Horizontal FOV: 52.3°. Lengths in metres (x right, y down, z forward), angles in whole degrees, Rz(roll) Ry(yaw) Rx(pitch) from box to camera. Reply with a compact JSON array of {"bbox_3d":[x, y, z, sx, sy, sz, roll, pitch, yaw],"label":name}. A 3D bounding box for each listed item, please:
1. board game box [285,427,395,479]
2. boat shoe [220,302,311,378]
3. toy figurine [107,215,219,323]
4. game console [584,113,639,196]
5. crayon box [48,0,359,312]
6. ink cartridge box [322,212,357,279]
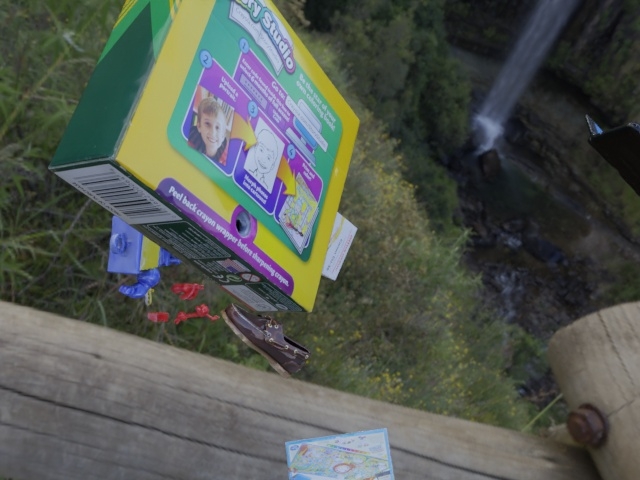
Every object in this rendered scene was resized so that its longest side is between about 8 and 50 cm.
[{"bbox_3d":[0.030,0.340,0.960,0.154,0.026,0.104,-9,70,6],"label":"board game box"},{"bbox_3d":[-0.099,0.177,1.226,0.207,0.073,0.073,47,6,-33],"label":"boat shoe"},{"bbox_3d":[-0.310,-0.014,1.251,0.191,0.363,0.217,6,-1,23],"label":"toy figurine"},{"bbox_3d":[0.422,-0.123,0.876,0.122,0.107,0.071,39,68,-16],"label":"game console"},{"bbox_3d":[-0.102,-0.124,0.796,0.363,0.106,0.313,44,51,-48],"label":"crayon box"},{"bbox_3d":[0.000,0.000,1.225,0.067,0.115,0.198,21,-6,31],"label":"ink cartridge box"}]
